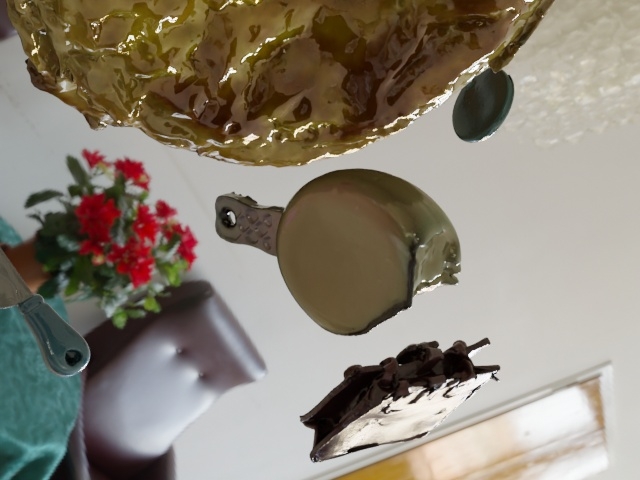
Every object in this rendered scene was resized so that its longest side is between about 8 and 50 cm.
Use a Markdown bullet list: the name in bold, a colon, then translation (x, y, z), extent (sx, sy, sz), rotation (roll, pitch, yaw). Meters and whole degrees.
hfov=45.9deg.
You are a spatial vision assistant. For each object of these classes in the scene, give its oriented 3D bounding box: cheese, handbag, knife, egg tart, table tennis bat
- **cheese**: translation (0.002, 0.007, 0.448), extent (0.048, 0.171, 0.092), rotation (-19, 99, -48)
- **handbag**: translation (0.093, 0.195, 0.946), extent (0.073, 0.203, 0.216), rotation (67, -33, 26)
- **knife**: translation (-0.353, 0.057, 0.862), extent (0.244, 0.058, 0.032), rotation (53, -32, -10)
- **egg tart**: translation (-0.011, -0.179, 0.416), extent (0.341, 0.341, 0.129), rotation (61, 10, -62)
- **table tennis bat**: translation (0.248, -0.239, 1.213), extent (0.033, 0.124, 0.201), rotation (22, 37, -29)
